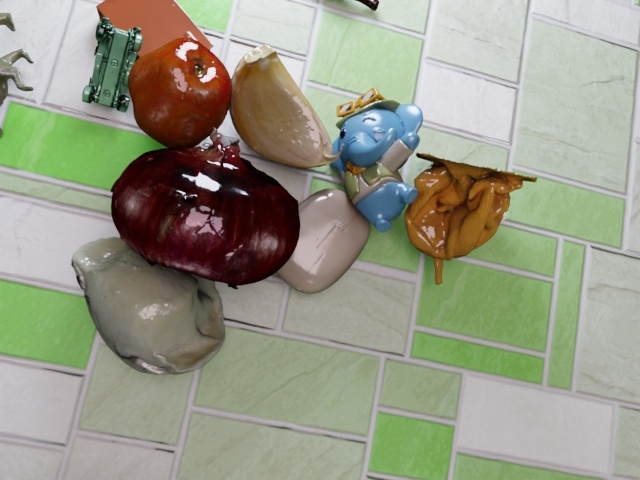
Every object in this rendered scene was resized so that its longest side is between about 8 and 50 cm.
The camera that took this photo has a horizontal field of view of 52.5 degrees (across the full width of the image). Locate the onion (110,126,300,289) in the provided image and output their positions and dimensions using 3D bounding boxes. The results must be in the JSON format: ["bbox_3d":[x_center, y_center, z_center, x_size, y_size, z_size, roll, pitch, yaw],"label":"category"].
[{"bbox_3d":[-0.172,-0.055,1.036,0.314,0.314,0.232,19,110,-9],"label":"onion"}]

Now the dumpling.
[{"bbox_3d":[-0.267,0.090,1.081,0.227,0.175,0.243,-34,107,-45],"label":"dumpling"}]

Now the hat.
[{"bbox_3d":[0.254,-0.026,1.197,0.244,0.233,0.233,18,98,32],"label":"hat"}]

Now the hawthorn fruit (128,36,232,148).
[{"bbox_3d":[-0.236,-0.249,1.092,0.189,0.189,0.189,2,79,-12],"label":"hawthorn fruit"}]

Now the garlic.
[{"bbox_3d":[-0.068,-0.224,1.169,0.145,0.164,0.245,-41,96,-32],"label":"garlic"}]

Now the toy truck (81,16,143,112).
[{"bbox_3d":[-0.366,-0.310,1.152,0.080,0.078,0.154,13,108,-17],"label":"toy truck"}]

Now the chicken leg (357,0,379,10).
[{"bbox_3d":[0.027,-0.531,1.307,0.093,0.053,0.205,-40,94,-30],"label":"chicken leg"}]

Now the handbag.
[{"bbox_3d":[-0.302,-0.383,1.200,0.127,0.063,0.190,-40,87,-16],"label":"handbag"}]

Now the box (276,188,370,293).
[{"bbox_3d":[0.000,0.000,1.180,0.146,0.088,0.200,41,75,-4],"label":"box"}]

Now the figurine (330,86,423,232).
[{"bbox_3d":[0.110,-0.153,1.172,0.154,0.180,0.262,2,49,-28],"label":"figurine"}]

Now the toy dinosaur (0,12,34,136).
[{"bbox_3d":[-0.594,-0.325,1.113,0.162,0.077,0.294,-25,87,-15],"label":"toy dinosaur"}]
